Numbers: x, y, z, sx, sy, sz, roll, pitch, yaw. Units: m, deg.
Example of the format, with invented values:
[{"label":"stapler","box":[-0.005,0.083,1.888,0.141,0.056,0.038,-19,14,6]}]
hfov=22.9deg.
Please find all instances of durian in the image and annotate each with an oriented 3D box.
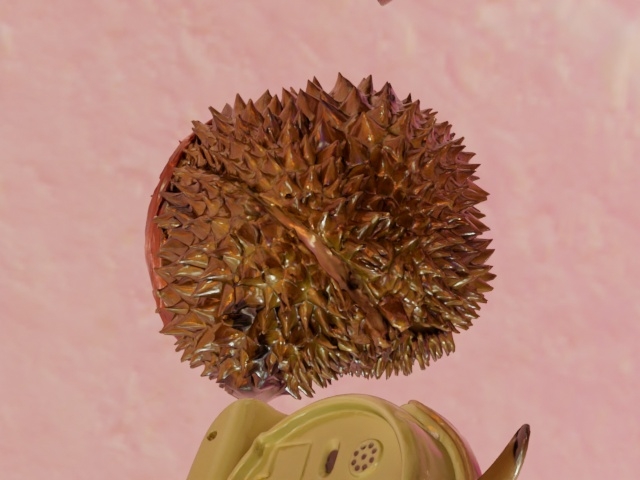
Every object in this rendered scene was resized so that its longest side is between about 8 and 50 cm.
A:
[{"label":"durian","box":[-0.005,0.001,1.507,0.347,0.384,0.348,-10,117,-22]}]

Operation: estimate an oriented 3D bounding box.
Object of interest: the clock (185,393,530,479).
[{"label":"clock","box":[0.016,0.152,0.812,0.069,0.232,0.170,43,50,-32]}]

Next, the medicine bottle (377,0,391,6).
[{"label":"medicine bottle","box":[0.209,-0.385,1.506,0.426,0.108,0.108,-32,129,8]}]
